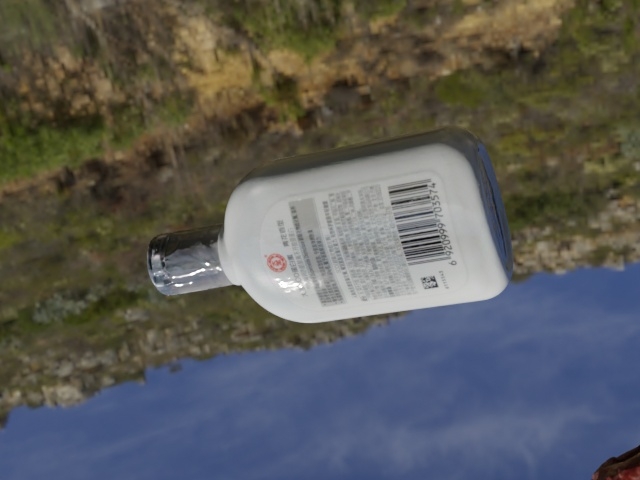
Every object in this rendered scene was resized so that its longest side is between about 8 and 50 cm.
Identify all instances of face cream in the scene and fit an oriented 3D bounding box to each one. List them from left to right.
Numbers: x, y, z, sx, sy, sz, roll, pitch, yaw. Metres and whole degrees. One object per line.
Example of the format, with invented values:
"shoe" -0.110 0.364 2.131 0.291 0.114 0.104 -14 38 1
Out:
"face cream" 0.000 0.000 0.920 0.291 0.144 0.071 -11 -161 22

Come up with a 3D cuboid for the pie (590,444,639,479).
"pie" 0.321 0.260 1.010 0.219 0.204 0.054 -15 -162 0
